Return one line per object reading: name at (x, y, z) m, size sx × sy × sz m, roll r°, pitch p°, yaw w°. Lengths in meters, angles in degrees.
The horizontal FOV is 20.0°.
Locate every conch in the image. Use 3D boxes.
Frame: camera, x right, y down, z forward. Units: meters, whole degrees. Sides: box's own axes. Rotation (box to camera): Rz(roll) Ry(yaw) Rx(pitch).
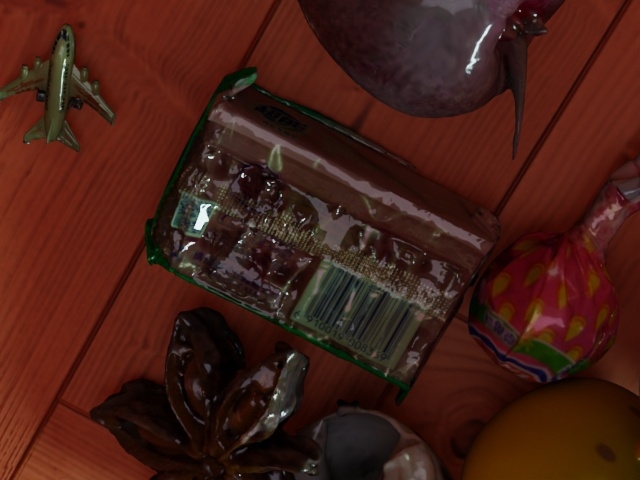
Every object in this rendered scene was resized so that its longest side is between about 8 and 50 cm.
conch at (0.037, 0.274, 1.573) m, size 0.149 × 0.182 × 0.275 m, roll 16°, pitch 117°, yaw -43°

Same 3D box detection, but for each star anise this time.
star anise at (-0.092, 0.161, 1.561) m, size 0.220 × 0.099 × 0.214 m, roll 0°, pitch 98°, yaw 34°

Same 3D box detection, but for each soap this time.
soap at (0.000, 0.001, 1.513) m, size 0.273 × 0.098 × 0.217 m, roll 27°, pitch 108°, yaw -5°

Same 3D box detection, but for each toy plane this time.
toy plane at (-0.218, -0.129, 1.515) m, size 0.102 × 0.040 × 0.111 m, roll 11°, pitch 108°, yaw -1°

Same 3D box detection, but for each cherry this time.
cherry at (0.091, -0.206, 1.395) m, size 0.266 × 0.183 × 0.213 m, roll 37°, pitch 92°, yaw 5°

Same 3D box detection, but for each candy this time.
candy at (0.253, -0.044, 1.493) m, size 0.124 × 0.124 × 0.365 m, roll 34°, pitch 96°, yaw -7°

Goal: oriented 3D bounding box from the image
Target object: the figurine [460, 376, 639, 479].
figurine at (0.240, 0.285, 1.522) m, size 0.187 × 0.215 × 0.343 m, roll -15°, pitch 100°, yaw 36°
